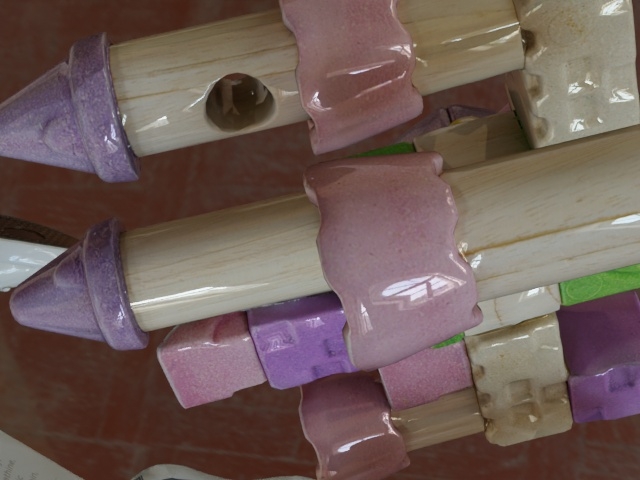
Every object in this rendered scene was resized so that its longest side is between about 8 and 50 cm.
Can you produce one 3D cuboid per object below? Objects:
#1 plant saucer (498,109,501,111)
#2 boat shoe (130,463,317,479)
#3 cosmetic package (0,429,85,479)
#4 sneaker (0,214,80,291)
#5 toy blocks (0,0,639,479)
[{"bbox_3d":[0.191,-0.046,1.122,0.199,0.198,0.036,19,125,30],"label":"plant saucer"},{"bbox_3d":[-0.042,0.201,0.973,0.065,0.183,0.083,-56,44,21],"label":"boat shoe"},{"bbox_3d":[-0.445,0.337,1.336,0.329,0.394,0.327,-47,19,26],"label":"cosmetic package"},{"bbox_3d":[-0.379,0.035,1.529,0.106,0.290,0.123,-140,58,-66],"label":"sneaker"},{"bbox_3d":[0.000,0.000,0.616,0.260,0.288,0.309,-14,46,4],"label":"toy blocks"}]
